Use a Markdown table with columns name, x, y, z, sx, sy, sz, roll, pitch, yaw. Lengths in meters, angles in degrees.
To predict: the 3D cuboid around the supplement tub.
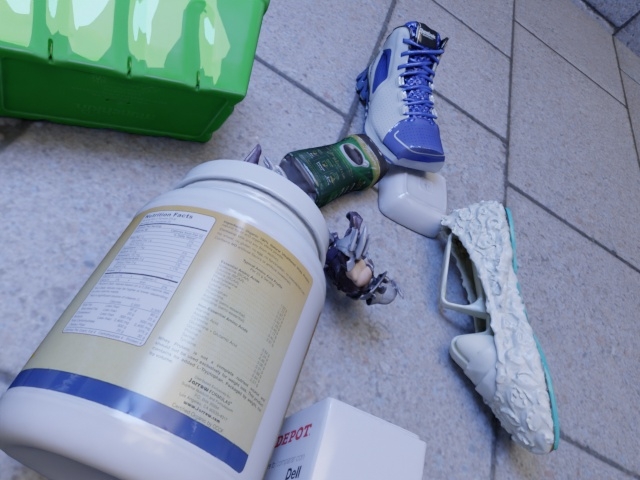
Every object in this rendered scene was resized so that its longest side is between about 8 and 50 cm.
| name | x | y | z | sx | sy | sz | roll | pitch | yaw |
| --- | --- | --- | --- | --- | --- | --- | --- | --- | --- |
| supplement tub | -0.125 | 0.091 | 0.500 | 0.228 | 0.228 | 0.316 | 31 | 50 | -12 |

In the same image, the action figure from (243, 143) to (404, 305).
| name | x | y | z | sx | sy | sz | roll | pitch | yaw |
| --- | --- | --- | --- | --- | --- | --- | --- | --- | --- |
| action figure | 0.000 | 0.000 | 0.680 | 0.285 | 0.185 | 0.099 | 35 | 68 | -2 |

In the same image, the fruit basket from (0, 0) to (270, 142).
| name | x | y | z | sx | sy | sz | roll | pitch | yaw |
| --- | --- | --- | --- | --- | --- | --- | --- | --- | --- |
| fruit basket | -0.261 | -0.349 | 0.646 | 0.392 | 0.283 | 0.392 | 9 | 73 | -29 |

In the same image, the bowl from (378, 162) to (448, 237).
| name | x | y | z | sx | sy | sz | roll | pitch | yaw |
| --- | --- | --- | --- | --- | --- | --- | --- | --- | --- |
| bowl | 0.181 | -0.089 | 0.918 | 0.142 | 0.053 | 0.142 | 25 | 51 | -18 |

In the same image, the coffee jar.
| name | x | y | z | sx | sy | sz | roll | pitch | yaw |
| --- | --- | --- | --- | --- | --- | --- | --- | --- | --- |
| coffee jar | 0.025 | -0.115 | 0.818 | 0.184 | 0.079 | 0.096 | -24 | 74 | -38 |

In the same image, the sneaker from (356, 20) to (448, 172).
| name | x | y | z | sx | sy | sz | roll | pitch | yaw |
| --- | --- | --- | --- | --- | --- | --- | --- | --- | --- |
| sneaker | 0.158 | -0.289 | 0.911 | 0.127 | 0.182 | 0.316 | 6 | 48 | -20 |

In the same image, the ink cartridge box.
| name | x | y | z | sx | sy | sz | roll | pitch | yaw |
| --- | --- | --- | --- | --- | --- | --- | --- | --- | --- |
| ink cartridge box | -0.024 | 0.308 | 0.445 | 0.117 | 0.201 | 0.278 | 30 | 50 | -13 |

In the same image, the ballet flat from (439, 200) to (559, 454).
| name | x | y | z | sx | sy | sz | roll | pitch | yaw |
| --- | --- | --- | --- | --- | --- | --- | --- | --- | --- |
| ballet flat | 0.263 | 0.126 | 0.800 | 0.146 | 0.147 | 0.409 | 12 | 61 | -26 |
